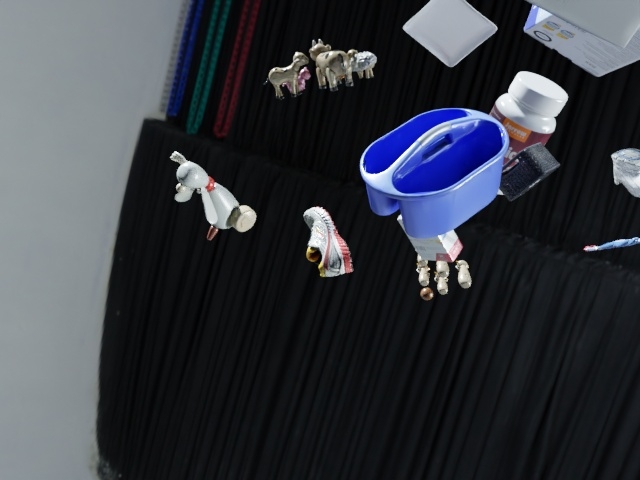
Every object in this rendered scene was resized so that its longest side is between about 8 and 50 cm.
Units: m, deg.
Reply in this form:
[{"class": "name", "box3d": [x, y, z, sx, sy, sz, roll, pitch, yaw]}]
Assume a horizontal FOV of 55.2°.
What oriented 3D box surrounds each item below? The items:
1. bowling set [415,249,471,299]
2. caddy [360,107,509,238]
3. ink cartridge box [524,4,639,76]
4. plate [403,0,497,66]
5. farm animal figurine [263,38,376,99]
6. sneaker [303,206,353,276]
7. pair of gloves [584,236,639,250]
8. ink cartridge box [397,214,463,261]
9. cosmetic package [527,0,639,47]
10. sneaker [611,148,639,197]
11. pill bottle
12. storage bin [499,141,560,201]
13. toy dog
[{"class": "bowling set", "box3d": [0.479, 0.140, 2.611, 0.287, 0.200, 0.154, 29, 34, -16]}, {"class": "caddy", "box3d": [0.247, -0.165, 1.322, 0.341, 0.179, 0.241, -34, 47, -22]}, {"class": "ink cartridge box", "box3d": [0.716, -0.572, 1.545, 0.270, 0.151, 0.395, 25, -12, -15]}, {"class": "plate", "box3d": [0.521, -0.864, 2.465, 0.278, 0.045, 0.277, 33, -35, -17]}, {"class": "farm animal figurine", "box3d": [-0.005, -0.650, 2.271, 0.330, 0.172, 0.327, -30, 29, -33]}, {"class": "sneaker", "box3d": [0.000, 0.000, 1.511, 0.093, 0.088, 0.225, -20, 44, -9]}, {"class": "pair of gloves", "box3d": [0.898, 0.007, 1.815, 0.198, 0.023, 0.159, -7, -4, -27]}, {"class": "ink cartridge box", "box3d": [0.334, -0.023, 1.859, 0.127, 0.072, 0.175, 5, -43, 51]}, {"class": "cosmetic package", "box3d": [0.452, -0.466, 1.077, 0.225, 0.138, 0.224, 24, 30, -2]}, {"class": "sneaker", "box3d": [1.048, -0.189, 1.939, 0.111, 0.129, 0.297, -18, 32, -8]}, {"class": "pill bottle", "box3d": [0.687, -0.377, 2.171, 0.224, 0.392, 0.224, 14, 38, -11]}, {"class": "storage bin", "box3d": [0.538, -0.181, 1.603, 0.084, 0.122, 0.180, 53, 35, 9]}, {"class": "toy dog", "box3d": [-0.354, -0.106, 1.877, 0.334, 0.161, 0.220, 40, -6, -39]}]
